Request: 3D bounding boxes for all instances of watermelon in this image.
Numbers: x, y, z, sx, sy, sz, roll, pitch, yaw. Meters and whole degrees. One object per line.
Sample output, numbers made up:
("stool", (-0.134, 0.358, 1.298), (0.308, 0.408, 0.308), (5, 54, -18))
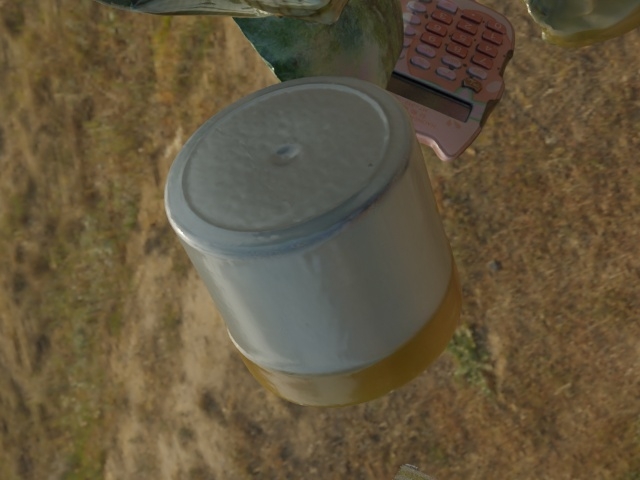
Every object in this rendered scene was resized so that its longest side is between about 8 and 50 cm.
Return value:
("watermelon", (-0.010, -0.245, 1.062), (0.260, 0.256, 0.176), (52, 140, 18))

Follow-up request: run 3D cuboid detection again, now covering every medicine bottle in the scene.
("medicine bottle", (0.000, 0.000, 0.931), (0.238, 0.238, 0.232), (32, 154, 42))

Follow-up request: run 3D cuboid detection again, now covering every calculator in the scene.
("calculator", (0.174, -0.264, 1.478), (0.220, 0.330, 0.048), (23, 150, 6))

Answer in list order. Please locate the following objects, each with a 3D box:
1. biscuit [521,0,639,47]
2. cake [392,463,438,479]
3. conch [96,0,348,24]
("biscuit", (0.182, -0.291, 0.578), (0.329, 0.078, 0.335), (-48, 45, 9))
("cake", (0.179, 0.435, 1.682), (0.121, 0.052, 0.065), (21, 137, 38))
("conch", (-0.075, -0.242, 0.707), (0.386, 0.169, 0.203), (12, 156, 13))
